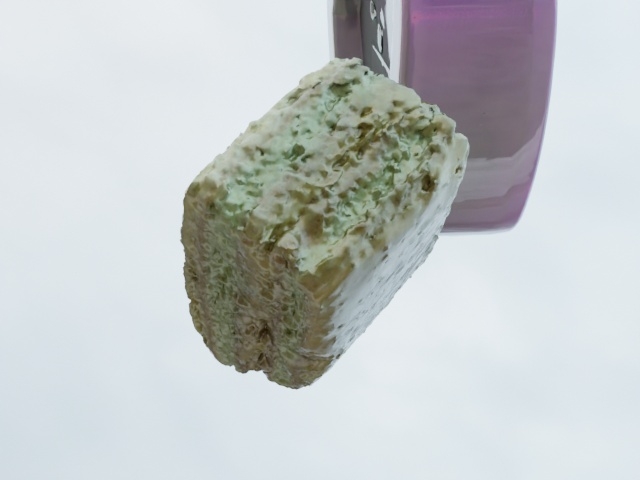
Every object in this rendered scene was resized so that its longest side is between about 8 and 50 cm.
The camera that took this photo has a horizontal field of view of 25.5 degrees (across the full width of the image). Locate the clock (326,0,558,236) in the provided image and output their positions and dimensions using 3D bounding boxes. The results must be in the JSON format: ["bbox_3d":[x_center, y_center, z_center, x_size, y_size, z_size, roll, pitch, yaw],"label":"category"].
[{"bbox_3d":[0.074,-0.170,1.014,0.102,0.339,0.338,-4,-37,-7],"label":"clock"}]

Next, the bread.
[{"bbox_3d":[0.000,0.000,0.796,0.102,0.138,0.196,39,-26,14],"label":"bread"}]
